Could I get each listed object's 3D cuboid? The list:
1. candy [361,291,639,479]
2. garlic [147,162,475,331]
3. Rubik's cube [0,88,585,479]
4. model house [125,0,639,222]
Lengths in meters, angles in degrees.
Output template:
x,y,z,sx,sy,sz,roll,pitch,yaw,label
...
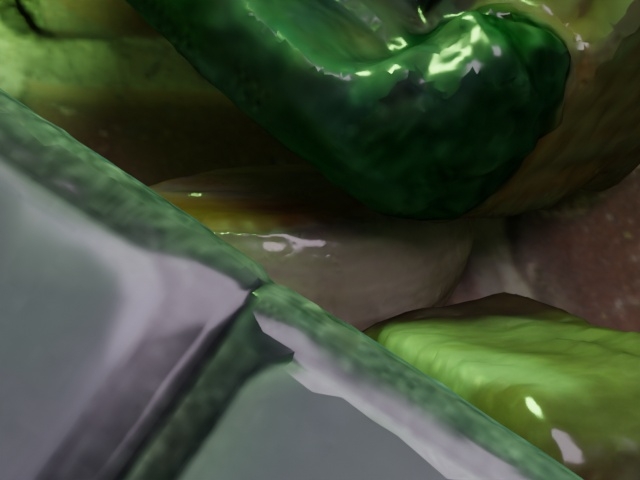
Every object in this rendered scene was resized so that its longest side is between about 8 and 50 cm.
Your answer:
x,y,z,sx,sy,sz,roll,pitch,yaw,label
0.080,0.083,0.692,0.104,0.234,0.102,-7,99,-19,candy
-0.001,0.010,0.813,0.195,0.087,0.101,-11,42,-24,garlic
-0.125,0.135,0.462,0.305,0.301,0.304,32,77,13,Rubik's cube
0.069,-0.252,0.823,0.382,0.343,0.334,46,26,17,model house
